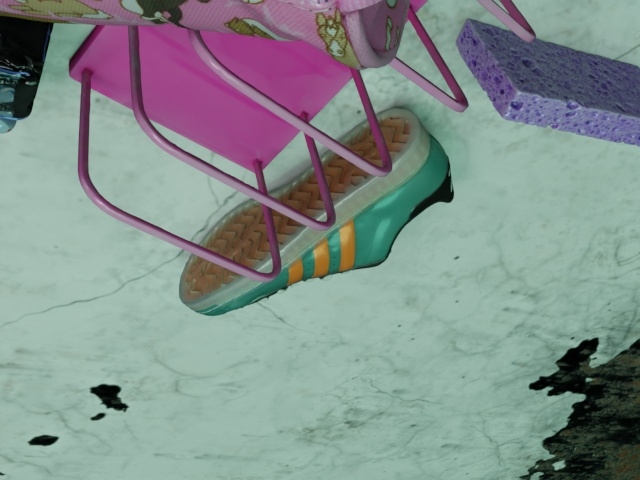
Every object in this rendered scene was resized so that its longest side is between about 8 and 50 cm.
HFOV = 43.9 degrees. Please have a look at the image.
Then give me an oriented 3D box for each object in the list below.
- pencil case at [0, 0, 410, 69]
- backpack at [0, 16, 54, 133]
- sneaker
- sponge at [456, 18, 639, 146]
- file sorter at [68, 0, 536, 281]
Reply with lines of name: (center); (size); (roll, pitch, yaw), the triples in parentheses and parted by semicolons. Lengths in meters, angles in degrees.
pencil case: (-0.136, -0.174, 0.397); (0.386, 0.167, 0.160); (6, 170, 16)
backpack: (-0.262, -0.134, 0.575); (0.114, 0.105, 0.084); (14, 129, -23)
sneaker: (0.000, 0.000, 0.796); (0.302, 0.108, 0.121); (-33, 131, 15)
sponge: (0.233, -0.136, 0.717); (0.210, 0.117, 0.031); (7, 131, -23)
file sorter: (-0.022, -0.135, 0.590); (0.202, 0.182, 0.291); (26, 123, -36)
